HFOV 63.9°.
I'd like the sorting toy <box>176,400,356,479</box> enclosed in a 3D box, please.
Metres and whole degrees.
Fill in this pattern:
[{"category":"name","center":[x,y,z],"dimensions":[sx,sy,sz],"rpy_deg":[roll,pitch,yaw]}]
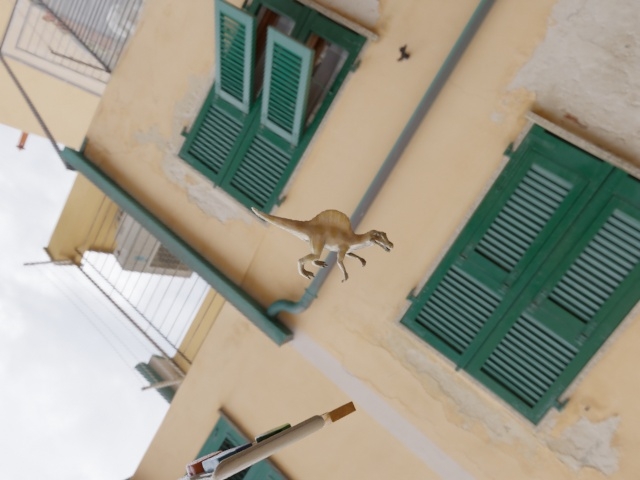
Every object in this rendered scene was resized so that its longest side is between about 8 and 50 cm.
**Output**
[{"category":"sorting toy","center":[-0.096,0.345,0.881],"dimensions":[0.307,0.229,0.041],"rpy_deg":[-10,-112,-42]}]

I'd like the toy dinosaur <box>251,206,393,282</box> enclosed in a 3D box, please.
[{"category":"toy dinosaur","center":[0.000,0.000,0.671],"dimensions":[0.183,0.092,0.053],"rpy_deg":[12,-155,1]}]
